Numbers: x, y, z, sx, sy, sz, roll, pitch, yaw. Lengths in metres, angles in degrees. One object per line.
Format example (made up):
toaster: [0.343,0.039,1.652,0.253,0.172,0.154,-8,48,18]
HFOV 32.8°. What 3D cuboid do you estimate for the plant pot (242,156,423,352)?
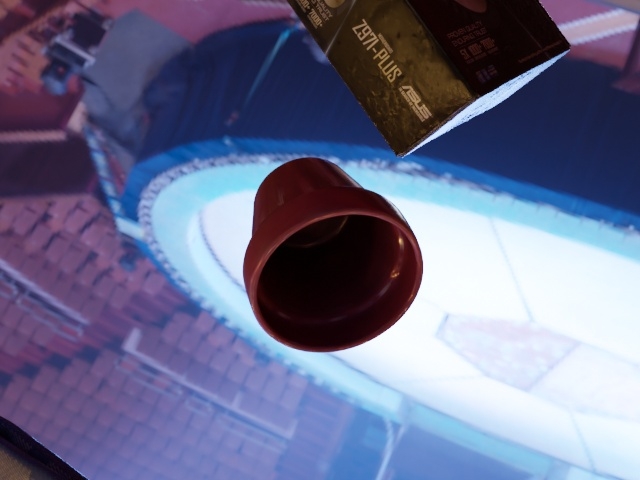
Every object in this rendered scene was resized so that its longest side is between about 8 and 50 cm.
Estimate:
plant pot: [0.000,0.000,1.274,0.201,0.201,0.180,35,-161,-33]

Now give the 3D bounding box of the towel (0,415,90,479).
towel: [-0.235,0.243,0.665,0.209,0.285,0.034,29,-170,20]

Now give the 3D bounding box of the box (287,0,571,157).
box: [0.080,-0.159,0.774,0.077,0.180,0.147,-37,86,38]
